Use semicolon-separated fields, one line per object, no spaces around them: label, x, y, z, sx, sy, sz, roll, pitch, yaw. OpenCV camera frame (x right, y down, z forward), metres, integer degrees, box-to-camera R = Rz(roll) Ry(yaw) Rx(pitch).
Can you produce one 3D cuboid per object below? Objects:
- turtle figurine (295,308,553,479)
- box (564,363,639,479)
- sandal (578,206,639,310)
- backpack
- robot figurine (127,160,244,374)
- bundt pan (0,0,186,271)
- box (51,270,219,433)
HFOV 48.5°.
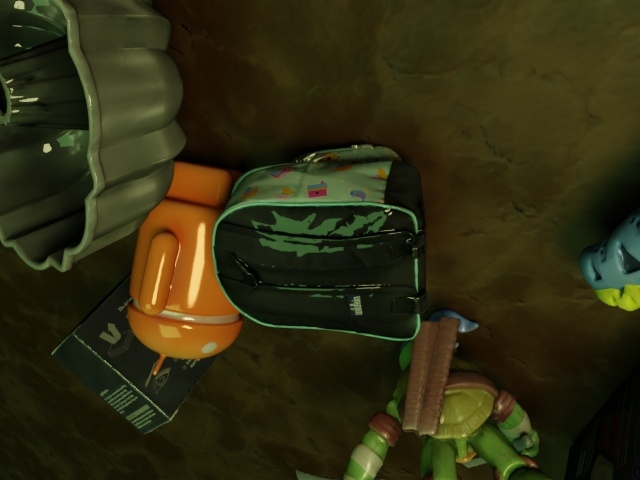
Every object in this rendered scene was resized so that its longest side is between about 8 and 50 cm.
turtle figurine;0.134;0.235;0.705;0.198;0.266;0.274;22;108;-19
box;0.327;0.209;0.624;0.143;0.165;0.270;24;136;10
sandal;0.294;-0.055;0.473;0.138;0.126;0.317;62;142;14
backpack;0.000;0.000;0.658;0.189;0.144;0.165;-4;129;6
robot figurine;-0.133;0.029;0.753;0.128;0.219;0.158;8;-174;-22
bundt pan;-0.240;-0.144;0.658;0.331;0.124;0.330;22;122;40
box;-0.221;0.131;0.909;0.158;0.156;0.093;45;137;-9
